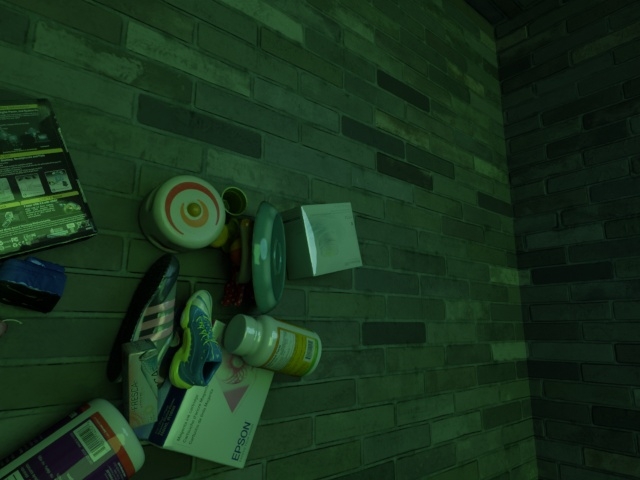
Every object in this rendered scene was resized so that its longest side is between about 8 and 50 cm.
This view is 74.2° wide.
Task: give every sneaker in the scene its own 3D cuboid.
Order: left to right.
[{"bbox_3d":[-0.396,0.194,1.037,0.131,0.112,0.319,32,68,-40],"label":"sneaker"},{"bbox_3d":[-0.280,0.242,1.033,0.091,0.126,0.240,34,62,-59],"label":"sneaker"}]

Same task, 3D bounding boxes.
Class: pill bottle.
[{"bbox_3d":[-0.523,0.470,0.808,0.323,0.181,0.181,-34,103,-40],"label":"pill bottle"},{"bbox_3d":[-0.128,0.279,1.141,0.246,0.136,0.136,27,64,-35],"label":"pill bottle"}]

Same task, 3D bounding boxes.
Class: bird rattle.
[{"bbox_3d":[-0.222,0.049,1.159,0.143,0.207,0.253,10,66,-15],"label":"bird rattle"}]

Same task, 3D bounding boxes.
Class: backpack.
[{"bbox_3d":[-0.607,0.087,0.877,0.120,0.098,0.101,22,38,-36],"label":"backpack"}]

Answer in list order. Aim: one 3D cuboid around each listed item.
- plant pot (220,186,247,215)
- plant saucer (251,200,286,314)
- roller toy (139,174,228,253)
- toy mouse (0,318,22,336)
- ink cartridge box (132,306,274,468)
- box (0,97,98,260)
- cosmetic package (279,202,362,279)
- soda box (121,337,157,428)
[{"bbox_3d":[-0.267,-0.105,1.222,0.083,0.079,0.083,11,73,-40],"label":"plant pot"},{"bbox_3d":[-0.136,0.047,1.187,0.317,0.044,0.317,0,90,-85],"label":"plant saucer"},{"bbox_3d":[-0.351,-0.064,1.095,0.191,0.146,0.209,-21,96,-41],"label":"roller toy"},{"bbox_3d":[-0.674,0.169,0.811,0.161,0.031,0.143,21,88,-17],"label":"toy mouse"},{"bbox_3d":[-0.288,0.385,1.109,0.330,0.071,0.324,35,60,-32],"label":"ink cartridge box"},{"bbox_3d":[-0.702,-0.103,0.832,0.395,0.097,0.318,-23,98,-42],"label":"box"},{"bbox_3d":[0.000,0.000,1.396,0.224,0.138,0.224,-9,88,-42],"label":"cosmetic package"},{"bbox_3d":[-0.395,0.312,0.925,0.063,0.058,0.183,-6,108,-38],"label":"soda box"}]
